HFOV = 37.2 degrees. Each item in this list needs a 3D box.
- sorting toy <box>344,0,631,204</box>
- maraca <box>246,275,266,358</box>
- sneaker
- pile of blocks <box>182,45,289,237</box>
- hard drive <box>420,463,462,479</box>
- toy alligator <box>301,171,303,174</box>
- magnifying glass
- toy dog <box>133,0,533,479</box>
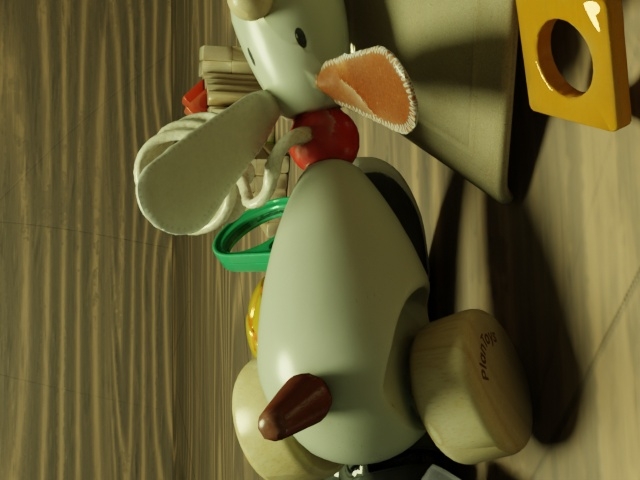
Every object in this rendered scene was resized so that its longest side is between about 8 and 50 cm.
[{"bbox_3d":[0.067,-0.140,0.565,0.347,0.047,0.196,43,150,47],"label":"sorting toy"},{"bbox_3d":[0.001,0.056,0.814,0.185,0.099,0.127,-34,33,49],"label":"maraca"},{"bbox_3d":[0.045,0.099,0.647,0.147,0.104,0.296,-125,33,-61],"label":"sneaker"},{"bbox_3d":[-0.129,-0.141,1.289,0.362,0.112,0.149,-105,21,-47],"label":"pile of blocks"},{"bbox_3d":[0.071,0.226,0.475,0.172,0.054,0.254,-58,12,-2],"label":"hard drive"},{"bbox_3d":[0.000,0.000,0.902,0.056,0.051,0.190,-156,68,-75],"label":"toy alligator"},{"bbox_3d":[-0.026,0.009,0.799,0.026,0.092,0.231,62,166,-22],"label":"magnifying glass"},{"bbox_3d":[-0.015,-0.007,0.536,0.220,0.161,0.334,-41,69,19],"label":"toy dog"}]
